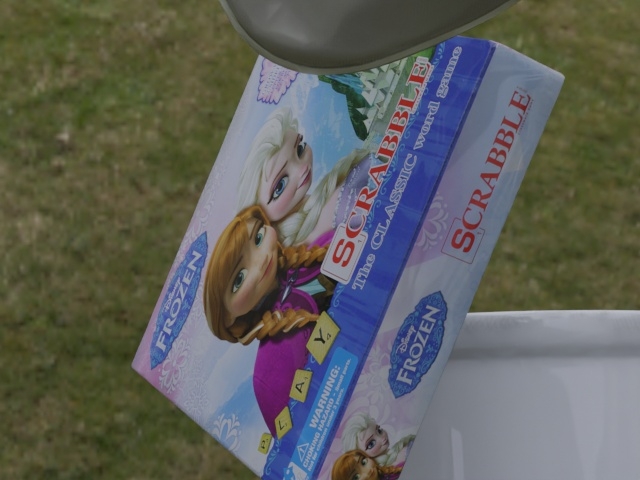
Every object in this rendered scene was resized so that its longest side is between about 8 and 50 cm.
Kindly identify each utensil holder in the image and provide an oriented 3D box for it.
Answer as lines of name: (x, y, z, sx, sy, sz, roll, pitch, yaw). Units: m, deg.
utensil holder: (0.182, 0.267, 1.285, 0.328, 0.327, 0.385, 0, 83, 0)

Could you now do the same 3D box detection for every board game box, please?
board game box: (0.000, 0.000, 0.989, 0.066, 0.318, 0.318, 22, 0, -30)

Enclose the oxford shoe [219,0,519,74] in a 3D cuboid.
oxford shoe: (0.104, -0.210, 0.524, 0.169, 0.449, 0.130, 52, 34, -8)
